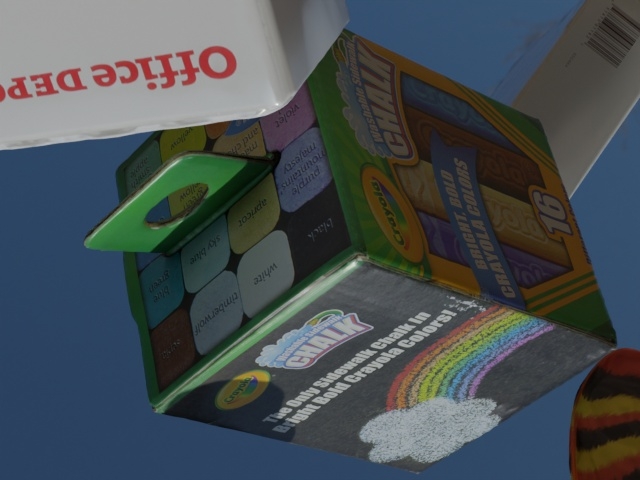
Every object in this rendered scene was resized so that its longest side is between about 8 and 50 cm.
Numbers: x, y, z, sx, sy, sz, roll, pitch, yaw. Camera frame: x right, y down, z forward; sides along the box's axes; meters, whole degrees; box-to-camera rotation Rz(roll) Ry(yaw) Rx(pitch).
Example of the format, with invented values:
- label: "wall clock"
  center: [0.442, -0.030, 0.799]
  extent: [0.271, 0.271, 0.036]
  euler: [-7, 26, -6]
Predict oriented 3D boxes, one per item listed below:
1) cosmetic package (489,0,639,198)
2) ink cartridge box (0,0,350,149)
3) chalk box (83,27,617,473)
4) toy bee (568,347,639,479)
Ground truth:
- label: "cosmetic package"
  center: [0.155, -0.039, 1.409]
  extent: [0.097, 0.284, 0.377]
  euler: [37, -103, -4]
- label: "ink cartridge box"
  center: [-0.105, -0.169, 0.624]
  extent: [0.100, 0.172, 0.237]
  euler: [-58, -43, -57]
- label: "chalk box"
  center: [0.000, 0.000, 0.879]
  extent: [0.289, 0.180, 0.179]
  euler: [21, -137, -40]
- label: "toy bee"
  center: [0.222, 0.177, 0.668]
  extent: [0.298, 0.162, 0.195]
  euler: [23, 167, 44]
